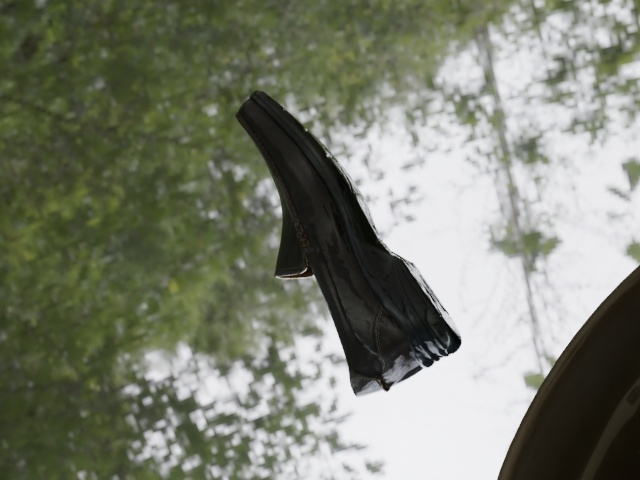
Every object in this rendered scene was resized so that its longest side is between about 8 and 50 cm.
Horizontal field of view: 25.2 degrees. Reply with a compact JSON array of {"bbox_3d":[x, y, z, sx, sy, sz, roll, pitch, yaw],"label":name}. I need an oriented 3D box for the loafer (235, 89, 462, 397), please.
[{"bbox_3d":[0.000,0.000,0.723,0.061,0.170,0.062,-36,163,7],"label":"loafer"}]

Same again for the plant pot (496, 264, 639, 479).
[{"bbox_3d":[0.296,0.179,0.819,0.323,0.280,0.323,-49,-162,23],"label":"plant pot"}]
